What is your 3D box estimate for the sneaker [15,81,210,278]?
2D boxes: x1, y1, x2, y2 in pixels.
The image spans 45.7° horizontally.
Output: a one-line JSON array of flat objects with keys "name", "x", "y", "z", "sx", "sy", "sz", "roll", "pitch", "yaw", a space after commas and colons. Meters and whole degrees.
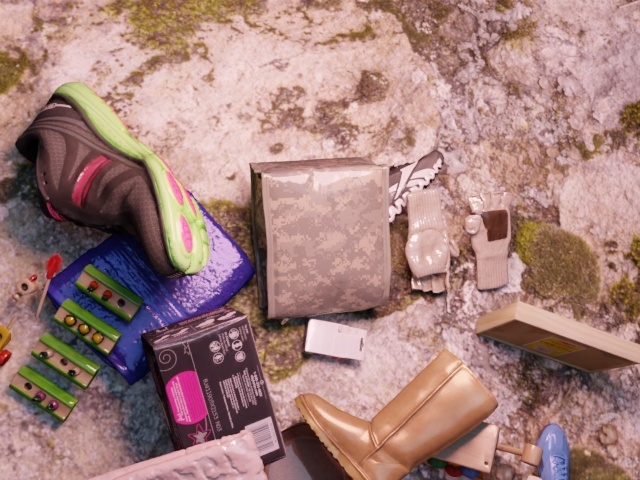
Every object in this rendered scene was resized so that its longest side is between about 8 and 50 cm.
[{"name": "sneaker", "x": -0.349, "y": -0.074, "z": 1.262, "sx": 0.202, "sy": 0.185, "sz": 0.483, "roll": -42, "pitch": 55, "yaw": -8}]

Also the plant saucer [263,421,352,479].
[{"name": "plant saucer", "x": -0.023, "y": 0.420, "z": 1.327, "sx": 0.198, "sy": 0.036, "sz": 0.199, "roll": 4, "pitch": 73, "yaw": -14}]

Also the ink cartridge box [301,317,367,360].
[{"name": "ink cartridge box", "x": 0.026, "y": 0.187, "z": 1.414, "sx": 0.115, "sy": 0.029, "sz": 0.063, "roll": 13, "pitch": 71, "yaw": -13}]

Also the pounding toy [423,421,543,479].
[{"name": "pounding toy", "x": 0.287, "y": 0.388, "z": 1.360, "sx": 0.206, "sy": 0.181, "sz": 0.094, "roll": 12, "pitch": 68, "yaw": 17}]

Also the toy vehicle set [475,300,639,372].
[{"name": "toy vehicle set", "x": 0.454, "y": 0.191, "z": 1.462, "sx": 0.266, "sy": 0.166, "sz": 0.035, "roll": 20, "pitch": 70, "yaw": -10}]

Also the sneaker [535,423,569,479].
[{"name": "sneaker", "x": 0.447, "y": 0.450, "z": 1.430, "sx": 0.069, "sy": 0.082, "sz": 0.209, "roll": 16, "pitch": 69, "yaw": -9}]

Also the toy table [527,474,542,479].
[{"name": "toy table", "x": 0.329, "y": 0.538, "z": 1.265, "sx": 0.274, "sy": 0.161, "sz": 0.252, "roll": 6, "pitch": 33, "yaw": 13}]

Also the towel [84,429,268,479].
[{"name": "towel", "x": -0.210, "y": 0.486, "z": 1.153, "sx": 0.316, "sy": 0.053, "sz": 0.332, "roll": -15, "pitch": 100, "yaw": -6}]

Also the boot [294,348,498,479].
[{"name": "boot", "x": 0.125, "y": 0.281, "z": 1.298, "sx": 0.269, "sy": 0.089, "sz": 0.236, "roll": -39, "pitch": 74, "yaw": -9}]

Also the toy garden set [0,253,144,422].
[{"name": "toy garden set", "x": -0.439, "y": 0.144, "z": 1.227, "sx": 0.203, "sy": 0.049, "sz": 0.244, "roll": 33, "pitch": 94, "yaw": 0}]

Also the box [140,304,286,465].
[{"name": "box", "x": -0.176, "y": 0.251, "z": 1.244, "sx": 0.163, "sy": 0.142, "sz": 0.247, "roll": -18, "pitch": 100, "yaw": -21}]

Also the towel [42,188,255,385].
[{"name": "towel", "x": -0.294, "y": 0.073, "z": 1.336, "sx": 0.308, "sy": 0.076, "sz": 0.228, "roll": -42, "pitch": 92, "yaw": -21}]

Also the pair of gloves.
[{"name": "pair of gloves", "x": 0.276, "y": 0.001, "z": 1.496, "sx": 0.240, "sy": 0.042, "sz": 0.204, "roll": -1, "pitch": 93, "yaw": -20}]

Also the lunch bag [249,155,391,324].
[{"name": "lunch bag", "x": 0.000, "y": 0.000, "z": 1.381, "sx": 0.235, "sy": 0.169, "sz": 0.287, "roll": -5, "pitch": 104, "yaw": -13}]

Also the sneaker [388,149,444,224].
[{"name": "sneaker", "x": 0.153, "y": -0.120, "z": 1.516, "sx": 0.106, "sy": 0.078, "sz": 0.234, "roll": 45, "pitch": 70, "yaw": -2}]
